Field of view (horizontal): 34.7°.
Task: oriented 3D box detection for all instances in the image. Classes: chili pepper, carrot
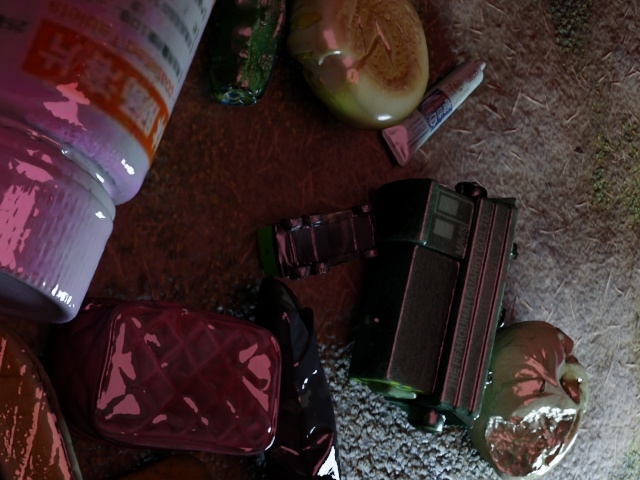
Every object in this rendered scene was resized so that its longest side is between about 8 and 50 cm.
[{"bbox_3d":[-0.083,-0.261,1.157,0.098,0.061,0.224,11,78,-37],"label":"chili pepper"},{"bbox_3d":[-0.234,0.271,0.973,0.298,0.078,0.078,-9,93,-40],"label":"carrot"}]

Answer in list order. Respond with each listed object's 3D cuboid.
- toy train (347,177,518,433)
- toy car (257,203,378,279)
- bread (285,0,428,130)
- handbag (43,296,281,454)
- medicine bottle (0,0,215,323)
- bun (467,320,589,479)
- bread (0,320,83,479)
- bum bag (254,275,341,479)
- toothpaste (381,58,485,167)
[{"bbox_3d":[0.135,0.071,1.295,0.178,0.138,0.330,22,75,-30],"label":"toy train"},{"bbox_3d":[0.000,0.000,1.212,0.165,0.063,0.071,-13,97,-43],"label":"toy car"},{"bbox_3d":[0.042,-0.237,1.242,0.213,0.105,0.213,8,78,-41],"label":"bread"},{"bbox_3d":[-0.155,0.136,1.012,0.225,0.135,0.146,16,77,-37],"label":"handbag"},{"bbox_3d":[-0.238,-0.140,0.894,0.219,0.219,0.388,34,64,-36],"label":"medicine bottle"},{"bbox_3d":[0.301,0.224,1.441,0.210,0.116,0.237,29,67,-37],"label":"bun"},{"bbox_3d":[-0.269,0.169,0.932,0.073,0.053,0.214,-23,85,-13],"label":"bread"},{"bbox_3d":[-0.026,0.205,1.132,0.095,0.144,0.340,-9,96,-1],"label":"bum bag"},{"bbox_3d":[0.160,-0.185,1.397,0.233,0.038,0.060,-44,112,-33],"label":"toothpaste"}]
